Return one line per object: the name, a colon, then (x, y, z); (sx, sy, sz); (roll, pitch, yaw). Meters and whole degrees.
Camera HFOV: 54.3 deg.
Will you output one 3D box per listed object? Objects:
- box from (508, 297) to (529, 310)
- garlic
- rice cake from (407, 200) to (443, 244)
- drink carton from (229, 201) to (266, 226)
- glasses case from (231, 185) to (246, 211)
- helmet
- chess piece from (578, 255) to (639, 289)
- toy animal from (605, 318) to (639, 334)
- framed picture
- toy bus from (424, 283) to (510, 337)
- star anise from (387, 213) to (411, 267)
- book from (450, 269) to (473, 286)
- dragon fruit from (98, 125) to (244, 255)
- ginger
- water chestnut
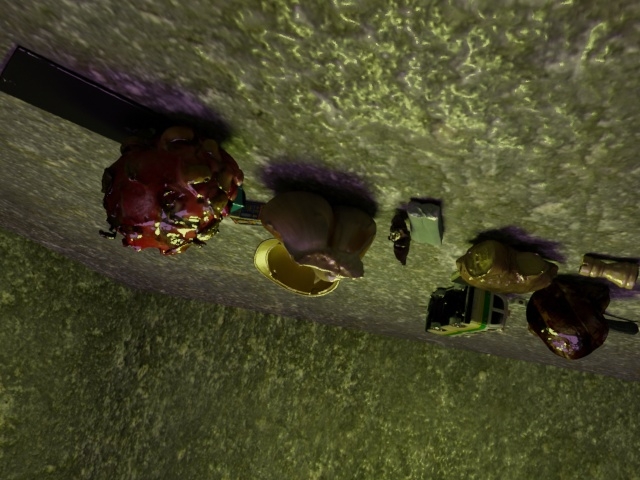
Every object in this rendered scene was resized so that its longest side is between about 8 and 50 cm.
box: (0.669, 0.213, 2.053); (0.083, 0.024, 0.054); (16, 163, -9)
garlic: (0.000, 0.000, 1.527); (0.287, 0.249, 0.313); (-2, -175, -3)
rice cake: (0.249, -0.039, 1.486); (0.080, 0.042, 0.221); (13, 166, 16)
drink carton: (-0.159, -0.064, 1.704); (0.166, 0.056, 0.071); (9, 167, 13)
glasses case: (-0.310, -0.106, 1.673); (0.117, 0.070, 0.301); (15, 164, -30)
helmet: (-0.052, 0.041, 1.831); (0.257, 0.140, 0.205); (24, 131, -3)
chess piece: (0.684, 0.070, 1.486); (0.122, 0.066, 0.066); (15, 165, 15)
toy animal: (0.800, 0.255, 1.964); (0.367, 0.081, 0.206); (22, 147, -26)
framed picture: (-0.489, -0.281, 1.301); (0.324, 0.013, 0.244); (23, 162, -32)
toy bus: (0.481, 0.239, 2.081); (0.179, 0.143, 0.305); (14, 163, -12)
star anise: (0.192, -0.013, 1.524); (0.056, 0.129, 0.124); (-10, 122, 8)
book: (0.490, 0.107, 1.828); (0.160, 0.024, 0.228); (13, 164, -2)
dragon fruit: (-0.306, -0.115, 1.302); (0.291, 0.250, 0.269); (-25, 153, 29)
ginger: (0.474, 0.079, 1.559); (0.270, 0.123, 0.219); (19, 161, -21)
water chestnut: (0.695, 0.209, 1.718); (0.238, 0.223, 0.224); (-37, 147, 10)
